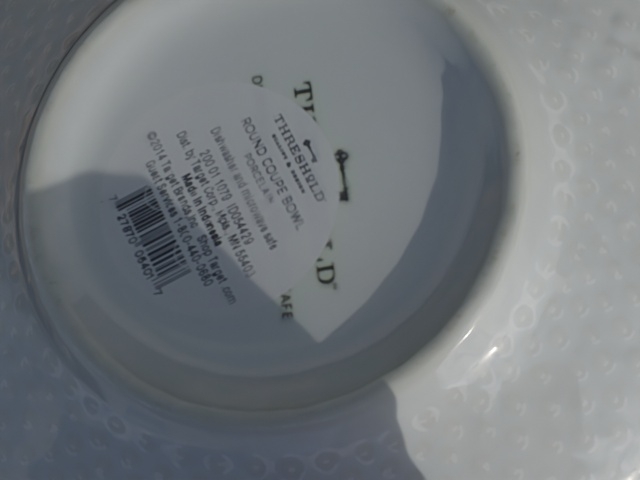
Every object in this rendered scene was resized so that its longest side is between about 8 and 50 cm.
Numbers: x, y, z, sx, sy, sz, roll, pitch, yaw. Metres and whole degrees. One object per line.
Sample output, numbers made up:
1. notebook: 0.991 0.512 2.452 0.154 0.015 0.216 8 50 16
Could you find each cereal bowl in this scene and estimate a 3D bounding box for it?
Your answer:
1. cereal bowl: 0.000 0.000 0.627 0.339 0.141 0.339 -3 73 11
